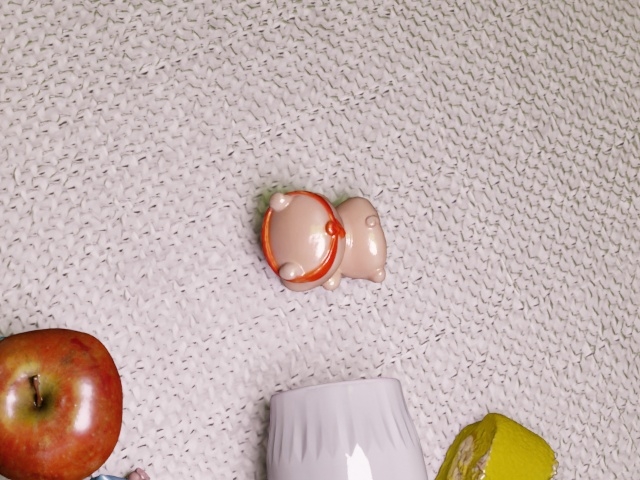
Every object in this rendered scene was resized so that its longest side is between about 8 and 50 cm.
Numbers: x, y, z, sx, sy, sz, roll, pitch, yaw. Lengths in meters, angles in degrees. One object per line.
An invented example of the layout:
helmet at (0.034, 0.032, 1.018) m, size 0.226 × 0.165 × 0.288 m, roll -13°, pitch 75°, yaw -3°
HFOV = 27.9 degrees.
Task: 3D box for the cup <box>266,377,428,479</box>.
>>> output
cup at (0.048, 0.401, 1.913) m, size 0.253 × 0.253 × 0.371 m, roll -2°, pitch 79°, yaw -23°

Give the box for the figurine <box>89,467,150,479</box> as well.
figurine at (-0.277, 0.402, 1.857) m, size 0.178 × 0.144 × 0.114 m, roll 33°, pitch 104°, yaw -9°

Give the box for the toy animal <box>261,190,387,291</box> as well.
toy animal at (0.000, 0.000, 2.033) m, size 0.197 × 0.171 × 0.171 m, roll 2°, pitch 79°, yaw -30°

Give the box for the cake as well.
cake at (0.267, 0.404, 2.041) m, size 0.156 × 0.179 × 0.260 m, roll 31°, pitch 70°, yaw -15°

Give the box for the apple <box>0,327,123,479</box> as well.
apple at (-0.382, 0.235, 1.797) m, size 0.230 × 0.230 × 0.230 m, roll 5°, pitch 78°, yaw -22°

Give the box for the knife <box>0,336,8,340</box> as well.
knife at (-0.532, 0.149, 1.848) m, size 0.296 × 0.026 × 0.044 m, roll 2°, pitch 67°, yaw -22°
